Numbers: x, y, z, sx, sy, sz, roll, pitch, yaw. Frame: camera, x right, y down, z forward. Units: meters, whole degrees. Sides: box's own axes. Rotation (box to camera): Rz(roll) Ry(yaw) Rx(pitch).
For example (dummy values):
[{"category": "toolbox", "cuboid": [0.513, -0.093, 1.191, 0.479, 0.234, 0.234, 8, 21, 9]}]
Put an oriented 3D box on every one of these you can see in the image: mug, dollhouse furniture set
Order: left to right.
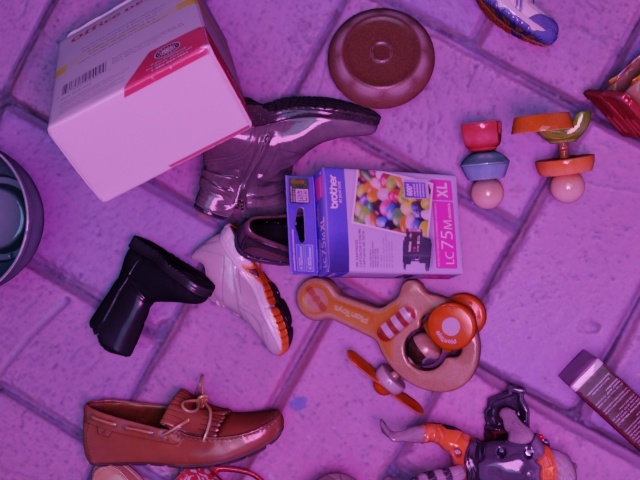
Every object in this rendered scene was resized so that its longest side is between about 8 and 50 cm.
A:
[{"category": "mug", "cuboid": [-0.191, 0.490, 1.567, 0.169, 0.150, 0.113, 41, 131, 9]}, {"category": "dollhouse furniture set", "cuboid": [0.668, -0.193, 1.454, 0.201, 0.152, 0.374, -44, 103, 4]}]

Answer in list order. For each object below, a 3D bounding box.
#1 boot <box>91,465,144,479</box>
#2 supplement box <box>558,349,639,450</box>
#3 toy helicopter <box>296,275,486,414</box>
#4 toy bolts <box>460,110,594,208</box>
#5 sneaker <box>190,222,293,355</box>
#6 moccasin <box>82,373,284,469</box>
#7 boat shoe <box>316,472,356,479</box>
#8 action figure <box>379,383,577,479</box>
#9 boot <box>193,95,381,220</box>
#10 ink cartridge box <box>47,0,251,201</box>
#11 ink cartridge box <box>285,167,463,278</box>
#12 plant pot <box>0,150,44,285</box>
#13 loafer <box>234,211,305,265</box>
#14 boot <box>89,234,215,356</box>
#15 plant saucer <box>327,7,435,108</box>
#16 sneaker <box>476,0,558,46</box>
[{"category": "boot", "cuboid": [-0.361, 0.538, 1.520, 0.095, 0.203, 0.261, -26, 89, 5]}, {"category": "supplement box", "cuboid": [0.536, 0.302, 1.458, 0.239, 0.130, 0.073, 42, 94, 6]}, {"category": "toy helicopter", "cuboid": [0.114, 0.171, 1.526, 0.355, 0.140, 0.234, 21, 102, 16]}, {"category": "toy bolts", "cuboid": [0.351, -0.134, 1.455, 0.229, 0.218, 0.158, -3, 96, 24]}, {"category": "sneaker", "cuboid": [-0.147, 0.105, 1.560, 0.121, 0.099, 0.262, -30, 79, 13]}, {"category": "moccasin", "cuboid": [-0.256, 0.335, 1.552, 0.380, 0.139, 0.146, -2, 99, 16]}, {"category": "boat shoe", "cuboid": [-0.051, 0.572, 1.497, 0.355, 0.130, 0.132, -38, 59, -8]}, {"category": "action figure", "cuboid": [0.288, 0.440, 1.464, 0.331, 0.178, 0.341, -8, 92, 8]}, {"category": "boot", "cuboid": [-0.063, -0.147, 1.540, 0.339, 0.118, 0.222, 0, 109, -7]}, {"category": "ink cartridge box", "cuboid": [-0.291, -0.275, 1.421, 0.279, 0.384, 0.160, -27, 126, 5]}, {"category": "ink cartridge box", "cuboid": [0.096, -0.028, 1.462, 0.311, 0.065, 0.185, 1, 78, -18]}, {"category": "plant pot", "cuboid": [-0.637, -0.041, 1.554, 0.293, 0.196, 0.292, 0, 91, 7]}, {"category": "loafer", "cuboid": [0.000, 0.000, 1.496, 0.303, 0.095, 0.109, 2, 72, -10]}, {"category": "boot", "cuboid": [-0.313, 0.124, 1.533, 0.247, 0.094, 0.207, 28, 93, 42]}, {"category": "plant saucer", "cuboid": [0.111, -0.340, 1.532, 0.199, 0.036, 0.198, -1, 79, 3]}, {"category": "sneaker", "cuboid": [0.321, -0.470, 1.489, 0.296, 0.112, 0.131, 40, 94, 4]}]
